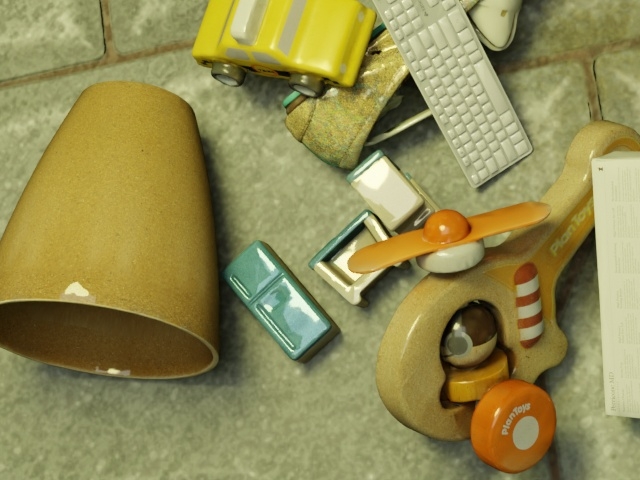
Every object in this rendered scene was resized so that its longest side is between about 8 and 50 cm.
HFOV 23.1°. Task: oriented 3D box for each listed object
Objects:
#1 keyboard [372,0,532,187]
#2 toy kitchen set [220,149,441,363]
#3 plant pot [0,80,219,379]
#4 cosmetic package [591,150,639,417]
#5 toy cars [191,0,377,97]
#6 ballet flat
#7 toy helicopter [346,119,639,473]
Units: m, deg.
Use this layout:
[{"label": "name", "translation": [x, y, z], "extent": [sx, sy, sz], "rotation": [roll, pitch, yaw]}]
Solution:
[{"label": "keyboard", "translation": [0.120, -0.167, 1.477], "extent": [0.072, 0.014, 0.256], "rotation": [-30, 117, 1]}, {"label": "toy kitchen set", "translation": [0.000, 0.000, 1.494], "extent": [0.207, 0.166, 0.122], "rotation": [-43, 74, 6]}, {"label": "plant pot", "translation": [-0.201, -0.019, 1.537], "extent": [0.237, 0.237, 0.254], "rotation": [1, 69, 15]}, {"label": "cosmetic package", "translation": [0.305, 0.040, 1.411], "extent": [0.099, 0.060, 0.239], "rotation": [3, 103, 33]}, {"label": "toy cars", "translation": [-0.093, -0.282, 1.547], "extent": [0.176, 0.087, 0.393], "rotation": [-37, 57, 11]}, {"label": "ballet flat", "translation": [0.118, -0.201, 1.525], "extent": [0.348, 0.123, 0.123], "rotation": [-43, 74, 8]}, {"label": "toy helicopter", "translation": [0.173, 0.019, 1.433], "extent": [0.355, 0.235, 0.140], "rotation": [-51, 34, -14]}]
